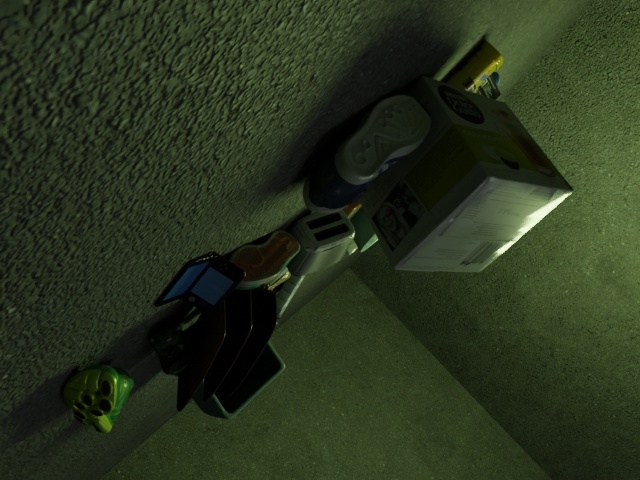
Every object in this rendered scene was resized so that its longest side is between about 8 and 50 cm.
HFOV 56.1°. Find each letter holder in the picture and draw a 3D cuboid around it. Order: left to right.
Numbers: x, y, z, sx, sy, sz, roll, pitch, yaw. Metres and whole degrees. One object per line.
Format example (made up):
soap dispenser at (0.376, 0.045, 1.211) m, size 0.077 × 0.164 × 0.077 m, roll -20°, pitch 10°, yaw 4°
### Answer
letter holder at (-0.234, 0.280, 1.494) m, size 0.302 × 0.152 × 0.214 m, roll -57°, pitch -155°, yaw 31°

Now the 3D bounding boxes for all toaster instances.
toaster at (0.000, 0.000, 1.687) m, size 0.227 × 0.129 × 0.146 m, roll -18°, pitch 157°, yaw -30°

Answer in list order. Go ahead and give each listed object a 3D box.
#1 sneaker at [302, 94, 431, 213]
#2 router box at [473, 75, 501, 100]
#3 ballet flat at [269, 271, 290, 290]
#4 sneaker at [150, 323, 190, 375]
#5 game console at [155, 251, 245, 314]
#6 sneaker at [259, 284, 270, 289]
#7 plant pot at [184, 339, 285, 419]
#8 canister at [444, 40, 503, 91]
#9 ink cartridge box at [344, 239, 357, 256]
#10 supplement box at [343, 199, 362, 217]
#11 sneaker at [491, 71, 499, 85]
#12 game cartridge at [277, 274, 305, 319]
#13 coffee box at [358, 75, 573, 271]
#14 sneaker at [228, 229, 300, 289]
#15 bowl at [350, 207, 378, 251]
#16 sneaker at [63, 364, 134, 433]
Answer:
sneaker at (0.085, -0.180, 1.335) m, size 0.323 × 0.130 × 0.236 m, roll -44°, pitch -176°, yaw -37°
router box at (0.483, -0.458, 1.877) m, size 0.133 × 0.046 × 0.179 m, roll -44°, pitch 150°, yaw 11°
ballet flat at (-0.170, 0.126, 1.894) m, size 0.206 × 0.073 × 0.067 m, roll -40°, pitch 145°, yaw -43°
sneaker at (-0.355, 0.271, 1.449) m, size 0.078 × 0.106 × 0.234 m, roll -24°, pitch 166°, yaw -20°
game console at (-0.245, 0.101, 1.237) m, size 0.144 × 0.124 × 0.085 m, roll -47°, pitch -162°, yaw 26°
sneaker at (-0.240, 0.153, 1.670) m, size 0.097 × 0.084 × 0.235 m, roll -4°, pitch -150°, yaw 48°
plant pot at (-0.312, 0.372, 1.814) m, size 0.248 × 0.247 × 0.252 m, roll -38°, pitch -173°, yaw -39°
canister at (0.419, -0.459, 1.676) m, size 0.170 × 0.073 × 0.126 m, roll -44°, pitch 172°, yaw 13°
ink cartridge box at (0.122, -0.036, 2.554) m, size 0.308 × 0.091 × 0.385 m, roll -41°, pitch -171°, yaw -23°
supplement box at (0.034, -0.061, 1.827) m, size 0.080 × 0.078 × 0.233 m, roll -30°, pitch 164°, yaw -52°
sneaker at (0.534, -0.507, 1.989) m, size 0.211 × 0.080 × 0.081 m, roll -40°, pitch 173°, yaw -29°
game cartridge at (-0.148, 0.231, 2.336) m, size 0.230 × 0.068 × 0.355 m, roll -63°, pitch -178°, yaw -27°
coffee box at (0.331, -0.151, 1.507) m, size 0.338 × 0.334 × 0.338 m, roll 4°, pitch 139°, yaw -38°
sneaker at (-0.152, 0.072, 1.459) m, size 0.121 × 0.108 × 0.302 m, roll -52°, pitch 171°, yaw 26°
bowl at (0.189, -0.124, 1.964) m, size 0.311 × 0.163 × 0.311 m, roll -43°, pitch 173°, yaw -7°
sneaker at (-0.462, 0.311, 1.268) m, size 0.123 × 0.109 × 0.295 m, roll -66°, pitch -175°, yaw -35°
